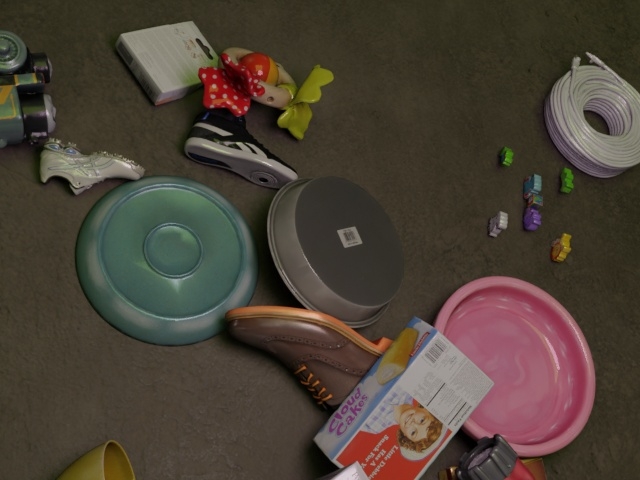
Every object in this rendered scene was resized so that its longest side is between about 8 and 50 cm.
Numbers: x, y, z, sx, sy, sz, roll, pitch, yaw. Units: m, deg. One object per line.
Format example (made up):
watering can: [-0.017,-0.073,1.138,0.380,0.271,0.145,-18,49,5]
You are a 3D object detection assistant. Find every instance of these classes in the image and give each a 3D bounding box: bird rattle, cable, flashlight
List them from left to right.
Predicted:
bird rattle: [-0.119,-0.290,1.545,0.253,0.143,0.207,5,35,-30]
flashlight: [0.353,0.461,1.353,0.304,0.103,0.103,51,24,-1]
cable: [0.616,-0.264,1.834,0.257,0.089,0.257,36,61,-3]

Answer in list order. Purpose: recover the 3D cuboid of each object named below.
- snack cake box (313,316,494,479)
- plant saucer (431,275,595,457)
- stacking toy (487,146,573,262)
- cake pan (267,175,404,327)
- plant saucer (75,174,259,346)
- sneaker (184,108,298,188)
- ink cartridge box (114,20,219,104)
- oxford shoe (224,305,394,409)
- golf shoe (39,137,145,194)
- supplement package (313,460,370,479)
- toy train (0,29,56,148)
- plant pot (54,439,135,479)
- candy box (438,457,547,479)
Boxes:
snack cake box: [0.136,0.277,1.335,0.152,0.089,0.264,43,84,-24]
plant saucer: [0.340,0.232,1.513,0.331,0.084,0.332,8,64,-17]
stacking toy: [0.437,-0.078,1.710,0.166,0.052,0.221,19,60,-13]
cake pan: [0.038,0.009,1.464,0.293,0.054,0.293,22,52,-32]
plant saucer: [-0.253,0.022,1.414,0.317,0.044,0.318,8,65,-18]
sneaker: [-0.133,-0.183,1.527,0.216,0.079,0.121,19,61,-11]
ink cartridge box: [-0.281,-0.343,1.578,0.179,0.045,0.145,-26,77,-46]
oxford shoe: [0.006,0.206,1.380,0.363,0.130,0.133,19,68,-11]
golf shoe: [-0.394,-0.115,1.421,0.176,0.069,0.086,11,81,-9]
supplement package: [-0.022,0.489,1.199,0.262,0.198,0.199,-30,79,-28]
toy train: [-0.601,-0.228,1.348,0.333,0.142,0.190,-10,79,-25]
plant pot: [-0.331,0.368,1.193,0.095,0.134,0.134,-18,72,1]
candy box: [0.304,0.440,1.426,0.186,0.053,0.109,0,67,-22]
